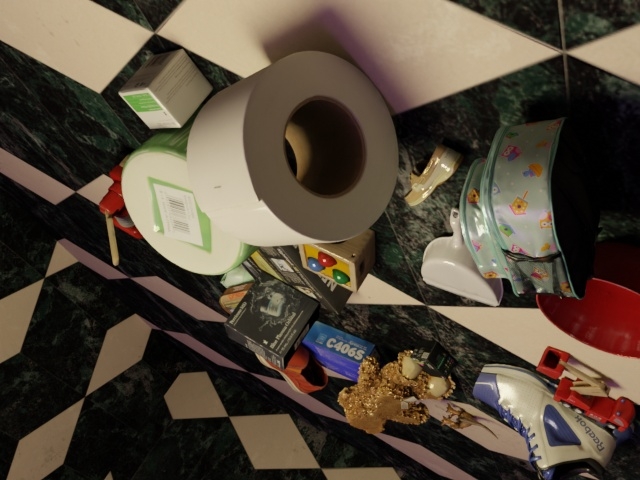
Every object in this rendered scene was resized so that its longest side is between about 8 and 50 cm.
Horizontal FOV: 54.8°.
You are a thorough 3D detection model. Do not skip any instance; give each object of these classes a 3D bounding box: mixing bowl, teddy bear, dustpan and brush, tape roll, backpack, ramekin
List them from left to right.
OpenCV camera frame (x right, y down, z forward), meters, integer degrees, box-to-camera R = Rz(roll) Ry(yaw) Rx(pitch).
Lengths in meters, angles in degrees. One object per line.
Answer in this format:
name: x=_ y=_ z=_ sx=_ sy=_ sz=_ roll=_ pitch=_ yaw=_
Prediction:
ramekin: x=-0.216 y=-0.081 z=1.136 sx=0.304 sy=0.148 sz=0.303 roll=18 pitch=132 yaw=21
tape roll: x=-0.038 y=-0.115 z=0.845 sx=0.246 sy=0.246 sz=0.169 roll=45 pitch=155 yaw=-24
teddy bear: x=0.195 y=0.388 z=1.617 sx=0.245 sy=0.113 sz=0.338 roll=18 pitch=135 yaw=-6
dustpan and brush: x=0.227 y=0.022 z=1.017 sx=0.147 sy=0.060 sz=0.211 roll=18 pitch=159 yaw=29
backpack: x=0.244 y=-0.043 z=0.715 sx=0.145 sy=0.165 sz=0.188 roll=6 pitch=143 yaw=31
mixing bowl: x=0.394 y=0.067 z=0.819 sx=0.182 sy=0.098 sz=0.181 roll=29 pitch=156 yaw=14

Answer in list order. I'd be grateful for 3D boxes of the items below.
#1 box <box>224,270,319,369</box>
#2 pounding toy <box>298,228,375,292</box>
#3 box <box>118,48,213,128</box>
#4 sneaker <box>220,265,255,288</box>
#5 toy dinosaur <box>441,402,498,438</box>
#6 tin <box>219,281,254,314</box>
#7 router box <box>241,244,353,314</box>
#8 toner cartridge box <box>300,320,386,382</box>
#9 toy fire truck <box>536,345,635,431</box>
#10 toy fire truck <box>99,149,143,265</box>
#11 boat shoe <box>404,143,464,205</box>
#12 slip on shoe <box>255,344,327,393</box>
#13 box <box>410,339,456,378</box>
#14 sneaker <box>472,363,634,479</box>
box: x=-0.108 y=0.182 z=1.407 sx=0.158 sy=0.156 sz=0.093 roll=28 pitch=156 yaw=13
pounding toy: x=-0.006 y=-0.007 z=1.198 sx=0.206 sy=0.094 sz=0.181 roll=25 pitch=155 yaw=18
box: x=-0.261 y=-0.254 z=1.043 sx=0.101 sy=0.102 sz=0.087 roll=8 pitch=147 yaw=44
sneaker: x=-0.202 y=0.145 z=1.743 sx=0.151 sy=0.094 sz=0.255 roll=23 pitch=145 yaw=11
toy dinosaur: x=0.401 y=0.496 z=1.706 sx=0.112 sy=0.064 sz=0.211 roll=16 pitch=166 yaw=-4
tin: x=-0.186 y=0.159 z=1.638 sx=0.190 sy=0.040 sz=0.106 roll=-14 pitch=133 yaw=38
router box: x=-0.098 y=0.032 z=1.409 sx=0.243 sy=0.081 sz=0.308 roll=8 pitch=146 yaw=46
toner cartridge box: x=0.017 y=0.311 z=1.806 sx=0.348 sy=0.075 sz=0.165 roll=18 pitch=150 yaw=32
toy fire truck: x=0.499 y=0.281 z=1.158 sx=0.192 sy=0.047 sz=0.135 roll=24 pitch=153 yaw=21
toy fire truck: x=-0.466 y=-0.057 z=1.503 sx=0.159 sy=0.246 sz=0.217 roll=29 pitch=156 yaw=13
boat shoe: x=0.154 y=-0.096 z=0.885 sx=0.045 sy=0.050 sz=0.135 roll=38 pitch=146 yaw=-2
slip on shoe: x=-0.084 y=0.330 z=1.759 sx=0.101 sy=0.123 sz=0.331 roll=-13 pitch=132 yaw=29
box: x=0.265 y=0.279 z=1.451 sx=0.083 sy=0.052 sz=0.062 roll=44 pitch=156 yaw=-24
sneaker: x=0.447 y=0.387 z=1.261 sx=0.316 sy=0.182 sz=0.127 roll=18 pitch=150 yaw=33
